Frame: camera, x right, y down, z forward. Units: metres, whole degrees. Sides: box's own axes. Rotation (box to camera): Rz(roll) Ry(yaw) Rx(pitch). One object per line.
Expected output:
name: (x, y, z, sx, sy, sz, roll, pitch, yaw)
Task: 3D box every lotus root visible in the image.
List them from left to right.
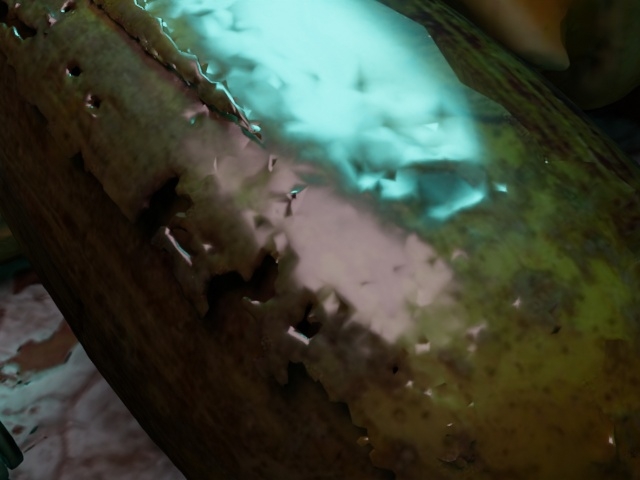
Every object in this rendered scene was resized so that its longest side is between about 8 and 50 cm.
lotus root: (0.000, 0.000, 0.513, 0.179, 0.196, 0.397, -30, 55, -22)

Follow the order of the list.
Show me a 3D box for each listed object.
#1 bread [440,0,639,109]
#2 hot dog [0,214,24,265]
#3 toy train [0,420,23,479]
bread: (0.095, -0.229, 0.665, 0.341, 0.210, 0.300, -32, 50, -29)
hot dog: (-0.140, -0.039, 0.696, 0.242, 0.073, 0.084, -23, 45, -8)
toy train: (-0.174, 0.091, 0.528, 0.112, 0.163, 0.203, -38, 49, -18)
